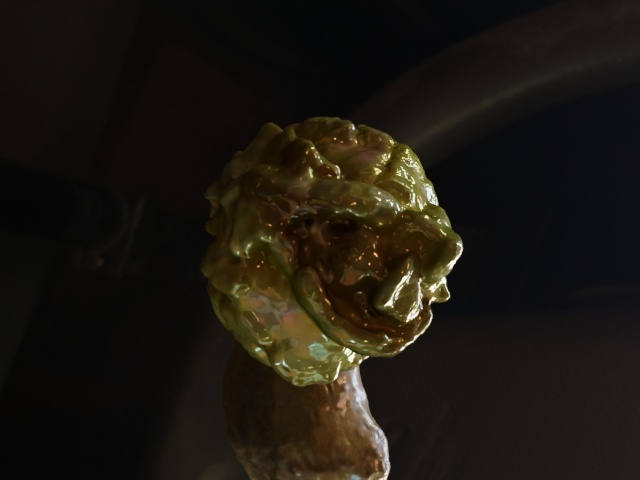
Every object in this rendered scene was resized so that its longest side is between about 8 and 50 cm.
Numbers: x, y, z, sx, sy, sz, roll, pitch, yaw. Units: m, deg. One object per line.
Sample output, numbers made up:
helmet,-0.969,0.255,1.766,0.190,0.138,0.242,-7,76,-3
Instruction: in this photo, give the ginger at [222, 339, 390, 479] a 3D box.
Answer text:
ginger,-0.005,0.156,1.401,0.221,0.275,0.130,-35,165,21

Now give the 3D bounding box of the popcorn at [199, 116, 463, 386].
popcorn,0.000,0.000,1.115,0.212,0.259,0.259,36,80,-14
